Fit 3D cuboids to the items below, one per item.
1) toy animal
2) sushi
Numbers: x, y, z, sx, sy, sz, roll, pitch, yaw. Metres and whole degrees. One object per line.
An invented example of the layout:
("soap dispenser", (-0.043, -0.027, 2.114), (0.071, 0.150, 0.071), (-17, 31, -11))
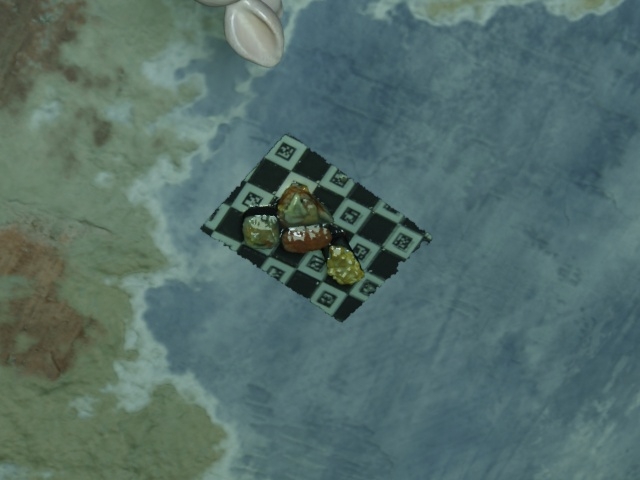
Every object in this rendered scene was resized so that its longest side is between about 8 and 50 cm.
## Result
("toy animal", (-0.091, -0.233, 1.498), (0.124, 0.124, 0.212), (-11, 129, -2))
("sushi", (0.000, 0.000, 1.818), (0.201, 0.031, 0.139), (34, 111, -25))
